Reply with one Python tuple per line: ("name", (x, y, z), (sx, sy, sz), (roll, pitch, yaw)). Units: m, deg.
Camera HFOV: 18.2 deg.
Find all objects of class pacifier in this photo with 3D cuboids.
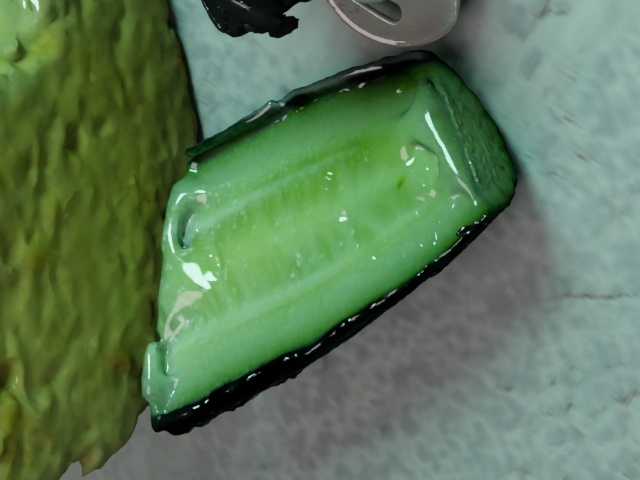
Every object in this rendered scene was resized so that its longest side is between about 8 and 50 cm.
("pacifier", (0.025, -0.121, 0.812), (0.081, 0.078, 0.099), (31, 126, 7))

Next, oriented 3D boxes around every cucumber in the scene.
("cucumber", (0.000, 0.000, 0.886), (0.193, 0.085, 0.115), (-33, 61, 34))

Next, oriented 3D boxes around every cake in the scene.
("cake", (-0.224, -0.011, 0.929), (0.286, 0.222, 0.228), (2, 111, 31))

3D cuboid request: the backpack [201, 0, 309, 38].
("backpack", (-0.031, -0.175, 0.772), (0.105, 0.165, 0.120), (-24, 143, 30))
